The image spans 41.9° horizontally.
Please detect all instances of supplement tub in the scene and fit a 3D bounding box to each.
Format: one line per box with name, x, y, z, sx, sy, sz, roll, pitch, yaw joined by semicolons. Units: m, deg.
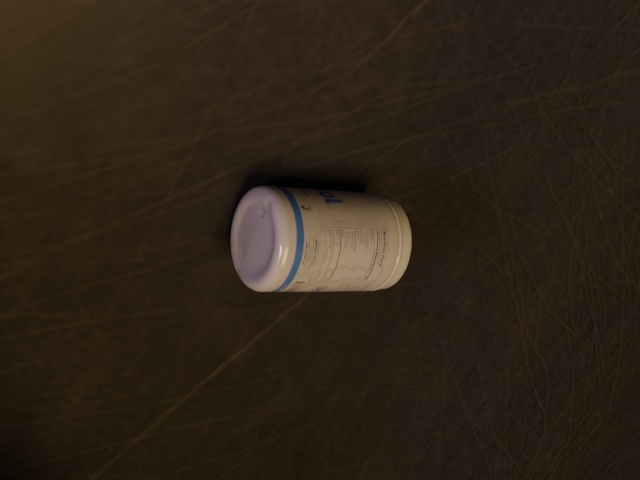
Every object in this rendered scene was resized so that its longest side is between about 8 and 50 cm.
supplement tub;0.000;0.000;0.567;0.107;0.071;0.071;1;123;-36
